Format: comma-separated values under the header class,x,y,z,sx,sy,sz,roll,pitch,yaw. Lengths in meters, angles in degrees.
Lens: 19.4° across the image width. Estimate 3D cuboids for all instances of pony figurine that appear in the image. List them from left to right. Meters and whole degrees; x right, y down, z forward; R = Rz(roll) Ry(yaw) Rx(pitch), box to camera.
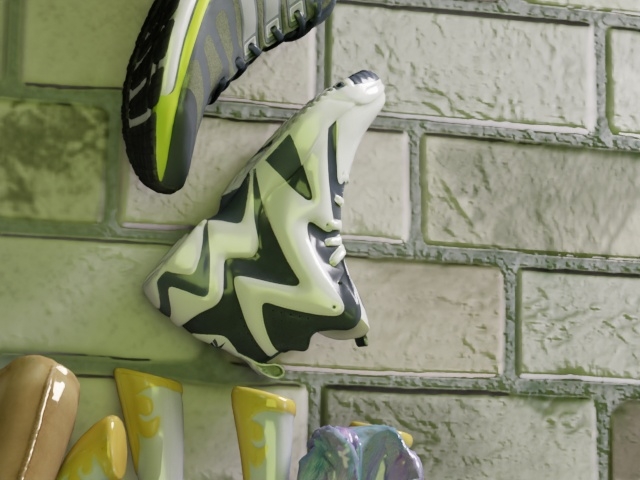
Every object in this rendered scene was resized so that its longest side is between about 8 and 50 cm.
class,x,y,z,sx,sy,sz,roll,pitch,yaw
pony figurine,-0.054,0.287,1.244,0.351,0.303,0.364,11,80,18

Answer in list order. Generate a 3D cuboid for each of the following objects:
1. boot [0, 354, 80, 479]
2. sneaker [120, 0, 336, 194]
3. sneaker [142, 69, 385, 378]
class,x,y,z,sx,sy,sz,roll,pitch,yaw
boot,-0.244,0.239,1.213,0.089,0.236,0.270,33,35,-23
sneaker,-0.055,-0.168,1.376,0.121,0.111,0.300,24,77,-16
sneaker,0.000,0.000,1.371,0.153,0.094,0.235,43,72,-8
